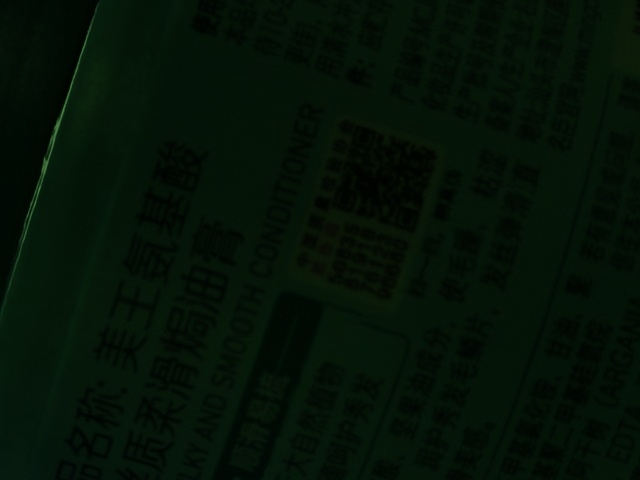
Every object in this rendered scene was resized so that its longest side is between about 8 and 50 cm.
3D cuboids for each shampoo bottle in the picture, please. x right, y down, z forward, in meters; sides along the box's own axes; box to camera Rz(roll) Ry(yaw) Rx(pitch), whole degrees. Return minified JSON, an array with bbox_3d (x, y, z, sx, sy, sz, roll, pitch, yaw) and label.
[{"bbox_3d":[0.017,-0.003,0.690,0.331,0.343,0.331,-162,90,-86],"label":"shampoo bottle"}]
